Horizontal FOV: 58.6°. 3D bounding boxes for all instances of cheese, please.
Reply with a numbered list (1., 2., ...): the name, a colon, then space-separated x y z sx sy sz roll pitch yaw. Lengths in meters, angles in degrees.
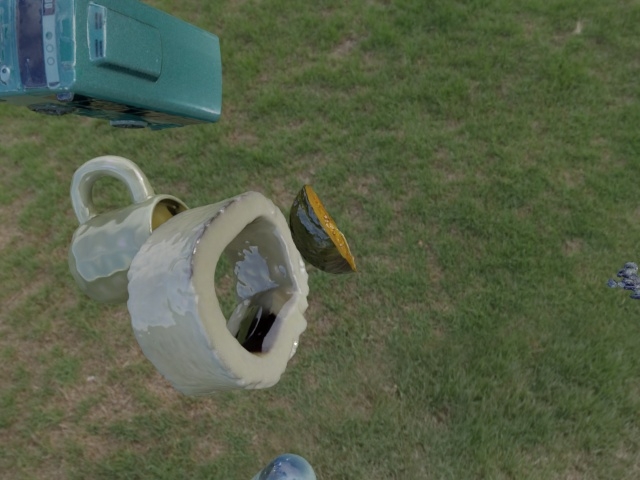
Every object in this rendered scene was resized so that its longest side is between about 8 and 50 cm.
1. cheese: -0.155 0.083 0.967 0.153 0.292 0.332 -12 30 30

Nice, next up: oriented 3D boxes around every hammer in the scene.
1. hammer: -0.012 0.338 0.756 0.116 0.194 0.069 -49 43 22

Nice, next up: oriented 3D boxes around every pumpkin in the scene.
1. pumpkin: -0.001 0.000 0.370 0.028 0.083 0.050 -31 56 11

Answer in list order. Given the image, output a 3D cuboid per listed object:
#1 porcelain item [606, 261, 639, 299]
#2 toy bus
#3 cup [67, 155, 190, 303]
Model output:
1. porcelain item: 0.616 0.087 1.149 0.075 0.021 0.136 -2 30 9
2. toy bus: -0.230 -0.199 0.635 0.147 0.256 0.128 1 94 24
3. cup: -0.360 -0.008 1.034 0.202 0.255 0.173 -16 40 21
